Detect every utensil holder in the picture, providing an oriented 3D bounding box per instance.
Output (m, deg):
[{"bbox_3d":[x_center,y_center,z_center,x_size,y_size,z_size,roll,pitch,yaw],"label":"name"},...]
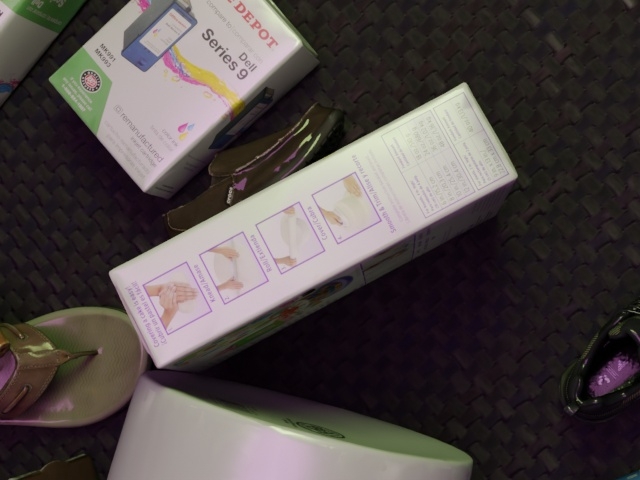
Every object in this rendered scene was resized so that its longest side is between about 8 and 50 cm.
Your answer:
[{"bbox_3d":[-0.056,0.336,1.166,0.327,0.327,0.386,15,88,11],"label":"utensil holder"}]

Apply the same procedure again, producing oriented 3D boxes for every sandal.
[{"bbox_3d":[-0.315,0.132,1.336,0.302,0.086,0.120,-5,88,4],"label":"sandal"}]

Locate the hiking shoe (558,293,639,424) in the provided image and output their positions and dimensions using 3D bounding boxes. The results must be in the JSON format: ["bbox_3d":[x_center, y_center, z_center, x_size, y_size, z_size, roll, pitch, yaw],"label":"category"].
[{"bbox_3d":[0.306,0.082,1.207,0.086,0.114,0.227,42,96,9],"label":"hiking shoe"}]

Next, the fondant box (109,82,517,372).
[{"bbox_3d":[0.000,0.000,1.184,0.330,0.238,0.096,-29,83,-1],"label":"fondant box"}]

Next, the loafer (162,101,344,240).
[{"bbox_3d":[-0.071,-0.063,1.303,0.220,0.080,0.078,-42,82,7],"label":"loafer"}]

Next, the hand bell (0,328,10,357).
[{"bbox_3d":[-0.392,0.039,1.320,0.242,0.126,0.126,36,95,19],"label":"hand bell"}]

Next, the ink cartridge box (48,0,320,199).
[{"bbox_3d":[-0.131,-0.167,1.314,0.212,0.093,0.154,-41,80,5],"label":"ink cartridge box"}]

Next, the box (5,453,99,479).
[{"bbox_3d":[-0.397,0.343,1.297,0.381,0.191,0.143,-25,83,10],"label":"box"}]

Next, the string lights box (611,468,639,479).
[{"bbox_3d":[0.349,0.257,1.211,0.259,0.077,0.133,-24,85,9],"label":"string lights box"}]

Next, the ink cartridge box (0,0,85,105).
[{"bbox_3d":[-0.400,-0.220,1.355,0.201,0.117,0.278,42,96,10],"label":"ink cartridge box"}]
